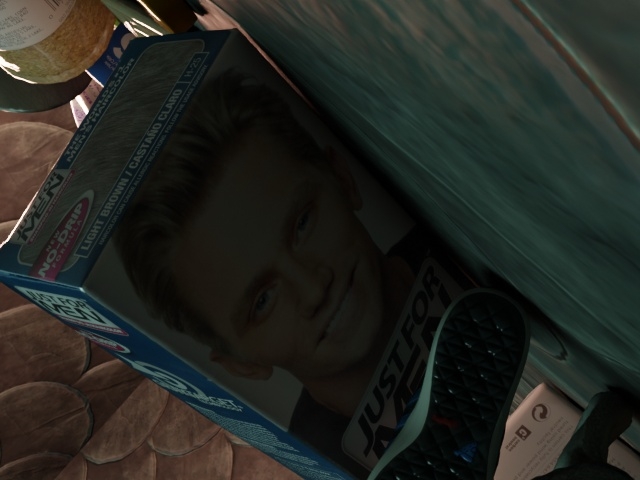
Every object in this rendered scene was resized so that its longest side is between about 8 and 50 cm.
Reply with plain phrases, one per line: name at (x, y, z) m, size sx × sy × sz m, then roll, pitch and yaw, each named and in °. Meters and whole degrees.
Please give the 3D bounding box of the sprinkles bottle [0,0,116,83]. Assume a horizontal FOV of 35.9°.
sprinkles bottle at (-0.249, -0.212, 0.675) m, size 0.121 × 0.121 × 0.355 m, roll 42°, pitch 178°, yaw 10°

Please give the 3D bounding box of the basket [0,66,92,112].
basket at (-0.378, -0.270, 1.110) m, size 0.204 × 0.154 × 0.227 m, roll 23°, pitch 162°, yaw 13°

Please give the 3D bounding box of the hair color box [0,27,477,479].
hair color box at (-0.020, 0.041, 0.652) m, size 0.105 × 0.173 × 0.347 m, roll 6°, pitch 153°, yaw 45°

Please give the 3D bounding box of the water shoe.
water shoe at (0.083, 0.128, 0.622) m, size 0.073 × 0.203 × 0.080 m, roll 25°, pitch -176°, yaw 13°

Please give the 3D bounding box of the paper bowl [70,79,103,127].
paper bowl at (-0.233, -0.111, 1.392) m, size 0.284 × 0.148 × 0.284 m, roll 58°, pitch 163°, yaw 30°

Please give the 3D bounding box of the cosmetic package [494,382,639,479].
cosmetic package at (0.314, 0.322, 0.872) m, size 0.385 × 0.156 × 0.217 m, roll 41°, pitch 176°, yaw 45°

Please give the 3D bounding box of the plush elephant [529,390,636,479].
plush elephant at (0.189, 0.232, 0.561) m, size 0.330 × 0.272 × 0.255 m, roll 6°, pitch 119°, yaw 26°

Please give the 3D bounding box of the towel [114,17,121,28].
towel at (-0.267, -0.280, 1.055) m, size 0.102 × 0.021 × 0.237 m, roll 43°, pitch 178°, yaw 0°

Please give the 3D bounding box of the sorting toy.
sorting toy at (-0.091, -0.121, 0.743) m, size 0.229 × 0.041 × 0.307 m, roll 40°, pitch 178°, yaw 40°

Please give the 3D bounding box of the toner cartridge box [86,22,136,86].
toner cartridge box at (-0.076, -0.074, 1.011) m, size 0.348 × 0.075 × 0.165 m, roll 41°, pitch 179°, yaw 17°
